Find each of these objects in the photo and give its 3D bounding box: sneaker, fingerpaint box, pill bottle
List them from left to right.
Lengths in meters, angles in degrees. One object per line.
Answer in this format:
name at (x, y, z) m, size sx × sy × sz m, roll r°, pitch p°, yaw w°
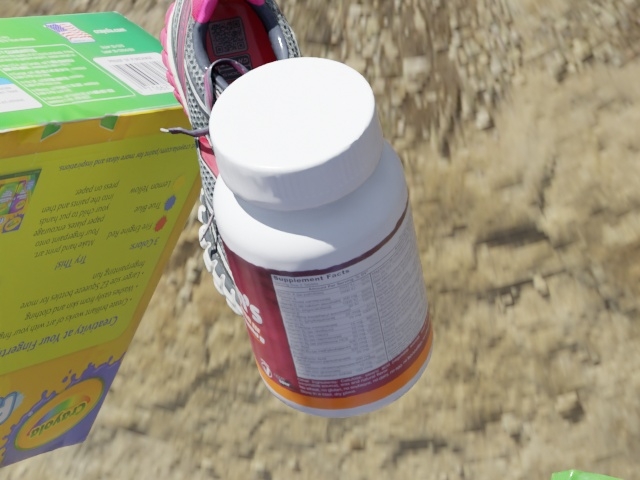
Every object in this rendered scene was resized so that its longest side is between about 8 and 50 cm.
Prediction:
fingerpaint box at (-0.308, 0.019, 1.568) m, size 0.163 × 0.445 × 0.371 m, roll 35°, pitch 114°, yaw 22°
sneaker at (-0.046, -0.058, 1.464) m, size 0.120 × 0.112 × 0.299 m, roll -21°, pitch 88°, yaw -11°
pill bottle at (0.000, 0.000, 1.242) m, size 0.121 × 0.121 × 0.221 m, roll -10°, pitch 134°, yaw 4°

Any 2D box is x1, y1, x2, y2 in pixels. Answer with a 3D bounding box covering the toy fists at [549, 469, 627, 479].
toy fists at (0.299, 0.300, 1.666) m, size 0.279 × 0.142 × 0.096 m, roll 16°, pitch 145°, yaw 6°
